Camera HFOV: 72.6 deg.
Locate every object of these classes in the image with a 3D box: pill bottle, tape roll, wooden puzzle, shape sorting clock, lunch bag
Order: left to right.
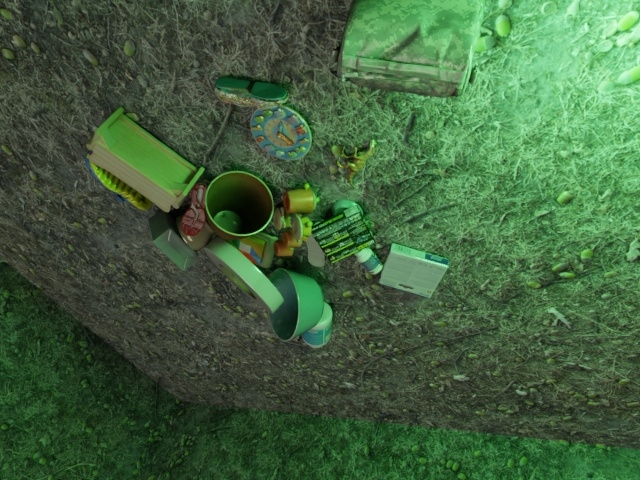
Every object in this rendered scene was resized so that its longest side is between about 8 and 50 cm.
[{"bbox_3d":[-0.312,0.144,1.772,0.392,0.072,0.392,38,162,15],"label":"tape roll"},{"bbox_3d":[-0.310,0.021,1.841,0.239,0.044,0.221,20,139,-1],"label":"wooden puzzle"},{"bbox_3d":[-0.126,-0.337,1.373,0.206,0.040,0.206,11,139,10],"label":"shape sorting clock"},{"bbox_3d":[-0.020,0.412,2.083,0.146,0.146,0.264,12,139,9],"label":"pill bottle"},{"bbox_3d":[0.183,0.071,1.685,0.067,0.067,0.120,-21,125,38],"label":"pill bottle"},{"bbox_3d":[0.195,-0.438,0.968,0.305,0.256,0.212,12,139,9],"label":"lunch bag"}]

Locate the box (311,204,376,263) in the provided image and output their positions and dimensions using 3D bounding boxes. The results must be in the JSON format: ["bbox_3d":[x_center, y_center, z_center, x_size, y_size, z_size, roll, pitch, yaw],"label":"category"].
[{"bbox_3d":[0.084,-0.018,1.570,0.191,0.045,0.184,-26,136,8],"label":"box"}]

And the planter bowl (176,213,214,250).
[{"bbox_3d":[-0.488,-0.052,1.760,0.109,0.162,0.162,-27,127,6],"label":"planter bowl"}]

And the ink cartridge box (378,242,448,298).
[{"bbox_3d":[0.355,0.121,1.689,0.223,0.045,0.224,16,141,4],"label":"ink cartridge box"}]

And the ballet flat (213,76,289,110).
[{"bbox_3d":[-0.199,-0.425,1.279,0.241,0.091,0.077,17,151,16],"label":"ballet flat"}]

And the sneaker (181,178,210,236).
[{"bbox_3d":[-0.454,-0.129,1.651,0.087,0.128,0.221,24,113,-9],"label":"sneaker"}]

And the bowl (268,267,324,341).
[{"bbox_3d":[-0.096,0.269,1.874,0.163,0.311,0.311,0,149,-30],"label":"bowl"}]

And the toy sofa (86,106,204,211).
[{"bbox_3d":[-0.620,-0.277,1.551,0.363,0.150,0.177,37,142,-19],"label":"toy sofa"}]

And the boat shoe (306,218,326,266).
[{"bbox_3d":[0.000,0.000,1.669,0.095,0.079,0.254,9,141,9],"label":"boat shoe"}]

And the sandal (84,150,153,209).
[{"bbox_3d":[-0.787,-0.227,1.670,0.138,0.126,0.317,10,151,25],"label":"sandal"}]

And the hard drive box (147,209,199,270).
[{"bbox_3d":[-0.605,-0.007,1.790,0.089,0.232,0.181,-38,124,-5],"label":"hard drive box"}]

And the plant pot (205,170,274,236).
[{"bbox_3d":[-0.322,-0.096,1.600,0.237,0.237,0.254,30,155,-13],"label":"plant pot"}]

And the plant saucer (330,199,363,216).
[{"bbox_3d":[0.093,-0.095,1.570,0.119,0.021,0.119,11,139,9],"label":"plant saucer"}]

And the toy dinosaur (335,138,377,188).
[{"bbox_3d":[0.104,-0.236,1.378,0.112,0.064,0.211,25,140,-9],"label":"toy dinosaur"}]

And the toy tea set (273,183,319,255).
[{"bbox_3d":[-0.082,-0.059,1.588,0.124,0.200,0.336,-7,164,-24],"label":"toy tea set"}]
